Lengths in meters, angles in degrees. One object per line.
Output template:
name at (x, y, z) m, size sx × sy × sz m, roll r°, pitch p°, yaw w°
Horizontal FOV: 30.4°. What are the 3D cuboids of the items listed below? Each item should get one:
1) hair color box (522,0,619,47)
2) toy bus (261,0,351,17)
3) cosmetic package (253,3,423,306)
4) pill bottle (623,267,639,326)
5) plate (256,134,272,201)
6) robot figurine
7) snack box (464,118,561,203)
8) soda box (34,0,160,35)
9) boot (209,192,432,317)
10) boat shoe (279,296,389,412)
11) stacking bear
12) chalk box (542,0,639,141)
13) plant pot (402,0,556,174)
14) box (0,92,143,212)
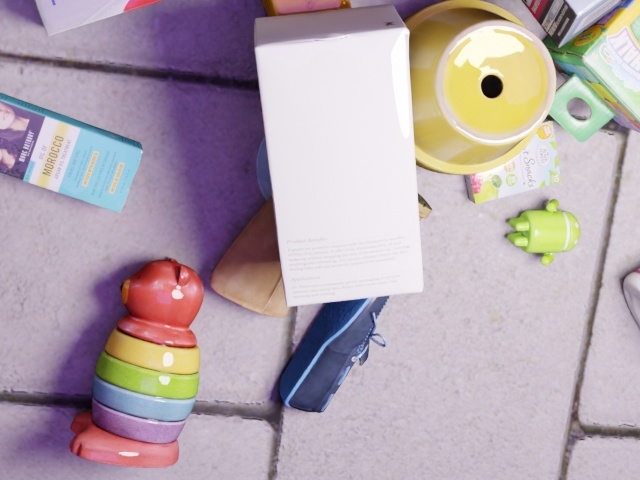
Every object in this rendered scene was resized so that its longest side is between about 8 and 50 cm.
hair color box at (0.259, -0.453, 1.564) m, size 0.113 × 0.185 × 0.374 m, roll -36°, pitch 85°, yaw 1°
toy bus at (-0.022, -0.335, 1.629) m, size 0.108 × 0.130 × 0.332 m, roll -19°, pitch 105°, yaw -5°
cosmetic package at (0.026, -0.112, 1.558) m, size 0.197 × 0.155 × 0.365 m, roll -5°, pitch 113°, yaw -1°
pill bottle at (0.639, 0.058, 1.857) m, size 0.283 × 0.160 × 0.160 m, roll -29°, pitch 108°, yaw -2°
plate at (-0.001, -0.110, 1.753) m, size 0.188 × 0.024 × 0.188 m, roll -3°, pitch 104°, yaw -11°
robot figurine at (0.351, -0.014, 1.827) m, size 0.115 × 0.067 × 0.101 m, roll 0°, pitch 102°, yaw -12°
snack box at (0.290, -0.122, 1.802) m, size 0.141 × 0.037 × 0.100 m, roll -14°, pitch 108°, yaw -6°
soda box at (-0.250, -0.368, 1.599) m, size 0.286 × 0.091 × 0.098 m, roll -19°, pitch 108°, yaw -6°
boot at (0.000, 0.000, 1.738) m, size 0.236 × 0.089 × 0.269 m, roll 27°, pitch 108°, yaw -13°
boat shoe at (0.035, 0.153, 1.803) m, size 0.089 × 0.109 × 0.258 m, roll 28°, pitch 114°, yaw -24°
stacking bear at (-0.250, 0.168, 1.712) m, size 0.164 × 0.175 × 0.289 m, roll 14°, pitch 94°, yaw -13°
chalk box at (0.457, -0.274, 1.722) m, size 0.180 × 0.179 × 0.289 m, roll 40°, pitch 94°, yaw -17°
plant pot at (0.211, -0.214, 1.637) m, size 0.254 × 0.239 × 0.254 m, roll -1°, pitch 96°, yaw -7°
box at (-0.381, -0.128, 1.651) m, size 0.244 × 0.060 × 0.100 m, roll 19°, pitch 100°, yaw -16°
